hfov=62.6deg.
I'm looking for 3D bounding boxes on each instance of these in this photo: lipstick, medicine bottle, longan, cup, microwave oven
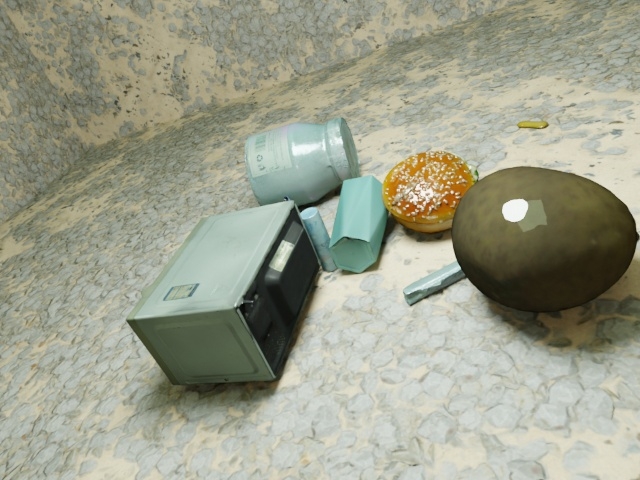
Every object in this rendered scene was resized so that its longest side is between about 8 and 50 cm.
[{"bbox_3d":[0.000,0.000,1.229,0.048,0.158,0.048,-18,31,11],"label":"lipstick"},{"bbox_3d":[-0.045,-0.227,1.551,0.290,0.245,0.245,-12,32,15],"label":"medicine bottle"},{"bbox_3d":[0.371,-0.007,0.902,0.300,0.243,0.300,-1,34,0],"label":"longan"},{"bbox_3d":[0.097,-0.040,1.258,0.134,0.148,0.236,11,38,4],"label":"cup"},{"bbox_3d":[-0.175,0.112,1.114,0.286,0.218,0.355,-8,33,22],"label":"microwave oven"}]

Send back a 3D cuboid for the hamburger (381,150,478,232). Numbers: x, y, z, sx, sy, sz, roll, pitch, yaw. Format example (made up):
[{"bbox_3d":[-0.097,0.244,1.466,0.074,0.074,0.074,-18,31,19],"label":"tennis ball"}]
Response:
[{"bbox_3d":[0.253,-0.116,1.229,0.236,0.147,0.237,-4,41,4],"label":"hamburger"}]

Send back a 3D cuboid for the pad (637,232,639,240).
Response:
[{"bbox_3d":[0.475,-0.009,1.067,0.267,0.004,0.181,-17,31,12],"label":"pad"}]

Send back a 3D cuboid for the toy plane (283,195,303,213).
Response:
[{"bbox_3d":[-0.091,-0.047,1.390,0.169,0.078,0.246,-51,35,32],"label":"toy plane"}]

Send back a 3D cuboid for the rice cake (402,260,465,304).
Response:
[{"bbox_3d":[0.250,0.076,1.060,0.180,0.030,0.042,-27,32,-4],"label":"rice cake"}]

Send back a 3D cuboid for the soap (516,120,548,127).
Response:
[{"bbox_3d":[0.597,-0.327,1.484,0.034,0.012,0.089,-38,33,-25],"label":"soap"}]
